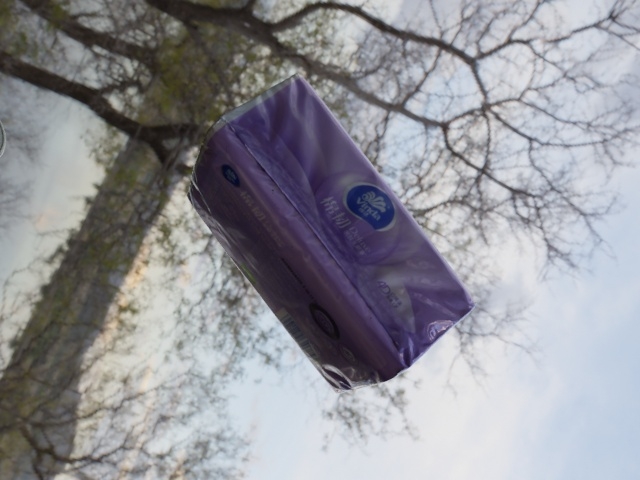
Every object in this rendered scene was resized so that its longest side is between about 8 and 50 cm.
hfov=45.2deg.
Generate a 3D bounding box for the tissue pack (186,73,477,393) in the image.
[{"bbox_3d":[0.000,0.000,0.916,0.160,0.338,0.242,-36,178,-23],"label":"tissue pack"}]

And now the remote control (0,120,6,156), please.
[{"bbox_3d":[-0.392,-0.106,0.703,0.042,0.221,0.078,-23,-102,28],"label":"remote control"}]
